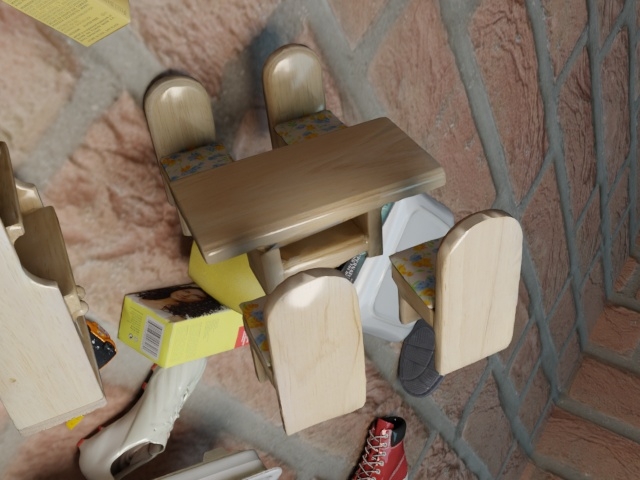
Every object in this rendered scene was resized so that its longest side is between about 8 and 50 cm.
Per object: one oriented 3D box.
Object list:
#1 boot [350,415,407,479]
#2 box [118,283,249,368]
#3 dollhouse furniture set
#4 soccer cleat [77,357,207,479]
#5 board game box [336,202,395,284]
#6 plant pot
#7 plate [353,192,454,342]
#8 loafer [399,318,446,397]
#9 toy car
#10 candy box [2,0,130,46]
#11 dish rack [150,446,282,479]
[{"bbox_3d":[0.087,0.444,1.411,0.244,0.088,0.176,-27,123,-47],"label":"boot"},{"bbox_3d":[-0.122,0.089,0.876,0.232,0.087,0.058,-7,115,-55],"label":"box"},{"bbox_3d":[-0.096,-0.050,0.599,0.394,0.362,0.257,-19,130,-15],"label":"dollhouse furniture set"},{"bbox_3d":[-0.192,0.206,0.851,0.196,0.076,0.068,-45,142,-32],"label":"soccer cleat"},{"bbox_3d":[0.064,0.000,1.088,0.186,0.026,0.126,-62,-178,-11],"label":"board game box"},{"bbox_3d":[-0.093,0.017,0.813,0.134,0.095,0.134,-168,-90,-86],"label":"plant pot"},{"bbox_3d":[0.148,0.046,1.287,0.278,0.045,0.277,25,88,-57],"label":"plate"},{"bbox_3d":[0.243,0.164,1.447,0.095,0.109,0.303,4,102,-61],"label":"loafer"},{"bbox_3d":[-0.257,0.134,0.768,0.122,0.060,0.040,-59,-165,18],"label":"toy car"},{"bbox_3d":[-0.223,-0.230,0.519,0.186,0.053,0.109,22,54,-59],"label":"candy box"},{"bbox_3d":[-0.223,0.339,0.816,0.285,0.072,0.332,-49,154,22],"label":"dish rack"}]
